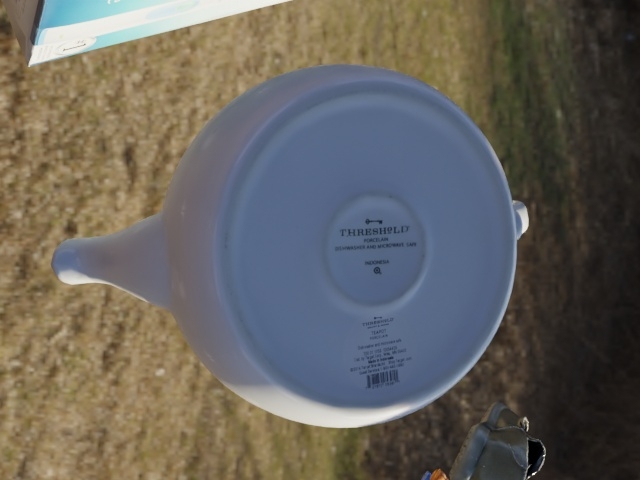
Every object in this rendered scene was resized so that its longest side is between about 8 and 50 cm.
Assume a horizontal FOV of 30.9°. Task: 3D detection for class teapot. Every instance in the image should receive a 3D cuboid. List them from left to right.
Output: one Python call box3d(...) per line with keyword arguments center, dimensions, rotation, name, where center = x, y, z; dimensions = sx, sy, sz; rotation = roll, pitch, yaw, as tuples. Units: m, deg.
box3d(center=(0.000, 0.000, 0.796), dimensions=(0.256, 0.187, 0.252), rotation=(41, 76, -20), name="teapot")

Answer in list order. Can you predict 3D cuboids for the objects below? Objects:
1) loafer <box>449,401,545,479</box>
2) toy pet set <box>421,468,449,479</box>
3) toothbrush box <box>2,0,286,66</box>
box3d(center=(0.217, 0.258, 1.373), dimensions=(0.094, 0.087, 0.251), rotation=(-66, 165, 9), name="loafer")
box3d(center=(0.117, 0.288, 1.117), dimensions=(0.122, 0.065, 0.114), rotation=(-59, -177, -19), name="toy pet set")
box3d(center=(-0.089, -0.259, 0.867), dimensions=(0.295, 0.216, 0.126), rotation=(-20, 82, -25), name="toothbrush box")
